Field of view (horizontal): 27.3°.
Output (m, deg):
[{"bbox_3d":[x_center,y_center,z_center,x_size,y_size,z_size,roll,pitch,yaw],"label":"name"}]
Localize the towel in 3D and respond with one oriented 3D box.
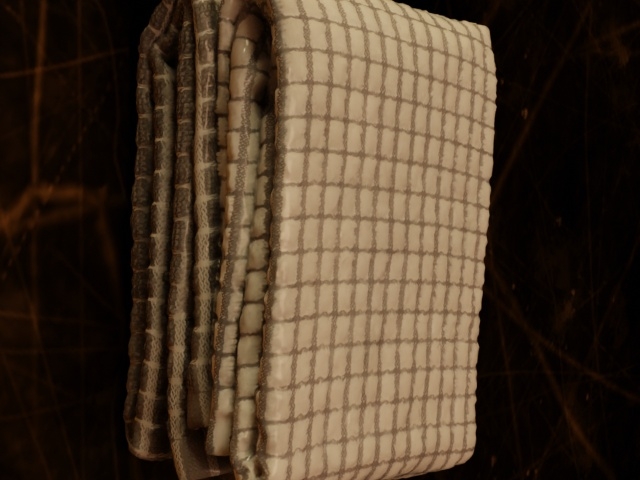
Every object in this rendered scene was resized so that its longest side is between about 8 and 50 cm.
[{"bbox_3d":[0.000,0.000,0.772,0.235,0.121,0.284,2,91,-54],"label":"towel"}]
